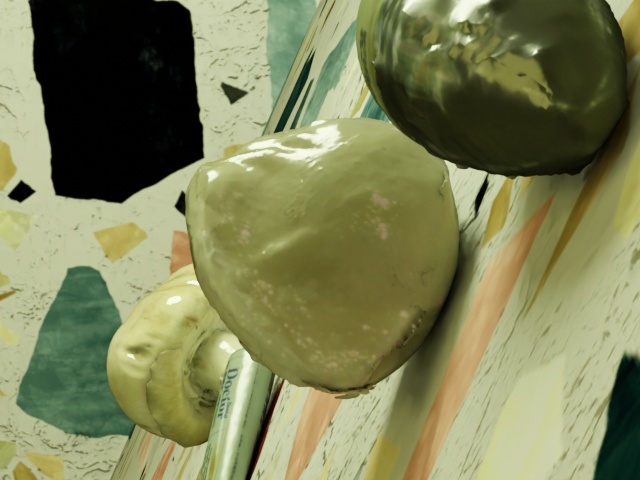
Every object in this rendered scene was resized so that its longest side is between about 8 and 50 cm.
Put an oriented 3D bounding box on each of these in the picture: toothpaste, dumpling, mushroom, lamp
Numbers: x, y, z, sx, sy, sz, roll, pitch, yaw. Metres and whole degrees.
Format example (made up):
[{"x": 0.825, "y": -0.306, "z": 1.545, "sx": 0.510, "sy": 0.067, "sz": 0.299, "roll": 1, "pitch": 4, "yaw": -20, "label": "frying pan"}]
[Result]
[{"x": -0.068, "y": 0.159, "z": 1.418, "sx": 0.067, "sy": 0.037, "sz": 0.255, "roll": -51, "pitch": 19, "yaw": 50, "label": "toothpaste"}, {"x": 0.000, "y": 0.000, "z": 0.957, "sx": 0.199, "sy": 0.136, "sz": 0.118, "roll": -57, "pitch": -13, "yaw": -57, "label": "dumpling"}, {"x": -0.105, "y": 0.095, "z": 1.657, "sx": 0.154, "sy": 0.122, "sz": 0.154, "roll": -26, "pitch": -58, "yaw": -52, "label": "mushroom"}, {"x": 0.069, "y": -0.080, "z": 0.819, "sx": 0.101, "sy": 0.101, "sz": 0.250, "roll": -66, "pitch": 18, "yaw": 8, "label": "lamp"}]
